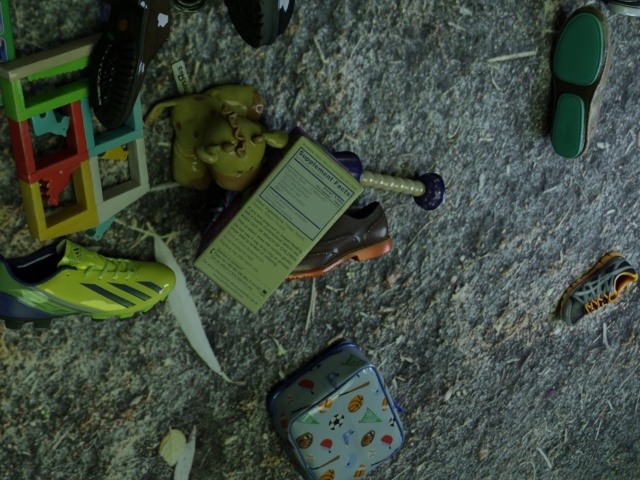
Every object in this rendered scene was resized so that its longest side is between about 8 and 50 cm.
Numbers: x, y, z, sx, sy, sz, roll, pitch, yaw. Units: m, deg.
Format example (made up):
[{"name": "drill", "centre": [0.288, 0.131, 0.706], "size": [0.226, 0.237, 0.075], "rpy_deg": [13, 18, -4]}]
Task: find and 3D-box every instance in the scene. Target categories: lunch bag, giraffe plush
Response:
[{"name": "lunch bag", "centre": [0.042, 0.359, 1.830], "size": [0.243, 0.115, 0.303], "rpy_deg": [-36, 132, -16]}, {"name": "giraffe plush", "centre": [-0.133, -0.143, 1.328], "size": [0.181, 0.170, 0.210], "rpy_deg": [-40, 134, -8]}]

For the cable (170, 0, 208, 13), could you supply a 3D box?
[{"name": "cable", "centre": [-0.207, -0.413, 1.168], "size": [0.139, 0.072, 0.287], "rpy_deg": [-18, 128, -20]}]

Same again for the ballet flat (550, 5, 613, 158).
[{"name": "ballet flat", "centre": [0.499, -0.308, 1.757], "size": [0.106, 0.107, 0.316], "rpy_deg": [-38, 143, -39]}]

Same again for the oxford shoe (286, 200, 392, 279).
[{"name": "oxford shoe", "centre": [0.000, 0.000, 1.593], "size": [0.271, 0.097, 0.098], "rpy_deg": [-18, 107, -32]}]

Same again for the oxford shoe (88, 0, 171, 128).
[{"name": "oxford shoe", "centre": [-0.236, -0.253, 1.200], "size": [0.096, 0.082, 0.227], "rpy_deg": [-5, 116, -60]}]

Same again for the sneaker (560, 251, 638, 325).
[{"name": "sneaker", "centre": [0.643, 0.121, 2.141], "size": [0.215, 0.083, 0.084], "rpy_deg": [-46, 136, 0]}]

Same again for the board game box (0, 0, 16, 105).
[{"name": "board game box", "centre": [-0.520, -0.239, 1.065], "size": [0.317, 0.046, 0.214], "rpy_deg": [-15, 127, -29]}]

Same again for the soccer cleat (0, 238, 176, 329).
[{"name": "soccer cleat", "centre": [-0.341, 0.054, 1.360], "size": [0.289, 0.093, 0.121], "rpy_deg": [-7, 115, -34]}]

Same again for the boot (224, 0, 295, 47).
[{"name": "boot", "centre": [0.074, -0.486, 1.257], "size": [0.445, 0.146, 0.367], "rpy_deg": [-23, 134, -22]}]

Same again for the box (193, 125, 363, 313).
[{"name": "box", "centre": [-0.067, -0.039, 1.389], "size": [0.117, 0.213, 0.243], "rpy_deg": [41, 96, -10]}]

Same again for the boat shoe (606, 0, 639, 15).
[{"name": "boat shoe", "centre": [0.612, -0.476, 1.746], "size": [0.183, 0.065, 0.083], "rpy_deg": [-17, 126, -36]}]

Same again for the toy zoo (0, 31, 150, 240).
[{"name": "toy zoo", "centre": [-0.325, -0.125, 1.261], "size": [0.192, 0.030, 0.293], "rpy_deg": [-30, 134, -39]}]

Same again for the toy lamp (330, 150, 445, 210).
[{"name": "toy lamp", "centre": [0.099, -0.105, 1.595], "size": [0.274, 0.080, 0.080], "rpy_deg": [7, 113, -42]}]
